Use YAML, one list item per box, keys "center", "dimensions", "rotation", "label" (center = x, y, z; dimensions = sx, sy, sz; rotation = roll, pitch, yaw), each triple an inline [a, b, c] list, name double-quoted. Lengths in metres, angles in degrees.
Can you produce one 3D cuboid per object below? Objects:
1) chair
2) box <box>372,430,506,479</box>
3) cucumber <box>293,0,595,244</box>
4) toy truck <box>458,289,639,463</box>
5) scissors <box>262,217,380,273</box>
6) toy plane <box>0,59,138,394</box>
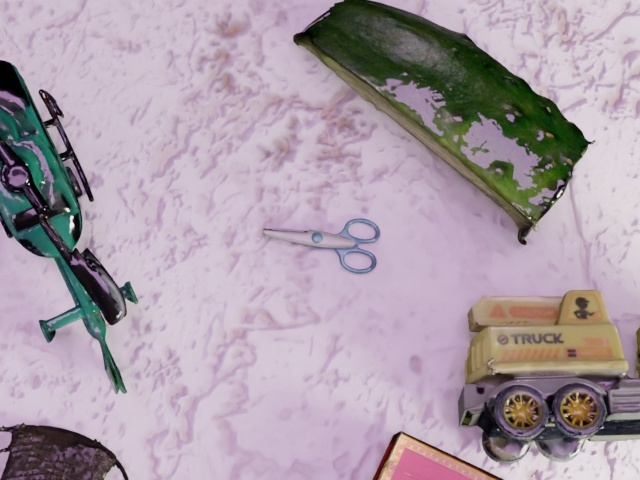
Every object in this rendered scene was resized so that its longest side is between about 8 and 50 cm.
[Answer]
- center: [-0.269, 0.264, 0.940]
  dimensions: [0.174, 0.149, 0.213]
  rotation: [17, 73, 4]
  label: "chair"
- center: [0.089, 0.315, 0.973]
  dimensions: [0.153, 0.074, 0.239]
  rotation: [24, 78, 8]
  label: "box"
- center: [0.122, -0.152, 1.067]
  dimensions: [0.325, 0.105, 0.145]
  rotation: [39, 80, 10]
  label: "cucumber"
- center: [0.266, 0.120, 0.997]
  dimensions: [0.272, 0.124, 0.157]
  rotation: [-2, 67, 1]
  label: "toy truck"
- center: [0.000, 0.000, 1.070]
  dimensions: [0.119, 0.014, 0.058]
  rotation: [8, 76, -3]
  label: "scissors"
- center: [-0.266, -0.028, 1.004]
  dimensions: [0.106, 0.155, 0.381]
  rotation: [-23, 95, -7]
  label: "toy plane"
